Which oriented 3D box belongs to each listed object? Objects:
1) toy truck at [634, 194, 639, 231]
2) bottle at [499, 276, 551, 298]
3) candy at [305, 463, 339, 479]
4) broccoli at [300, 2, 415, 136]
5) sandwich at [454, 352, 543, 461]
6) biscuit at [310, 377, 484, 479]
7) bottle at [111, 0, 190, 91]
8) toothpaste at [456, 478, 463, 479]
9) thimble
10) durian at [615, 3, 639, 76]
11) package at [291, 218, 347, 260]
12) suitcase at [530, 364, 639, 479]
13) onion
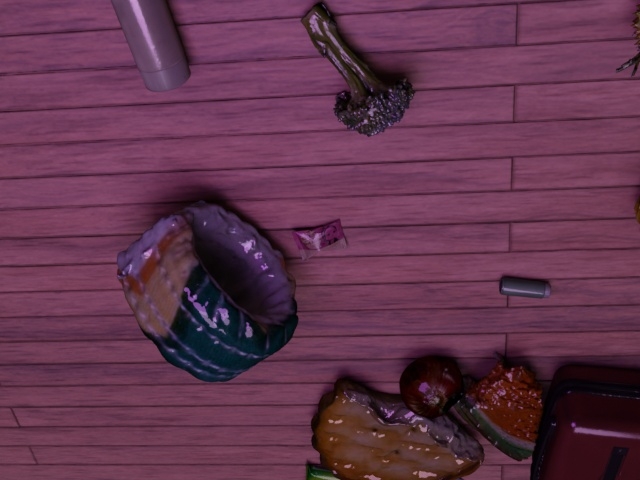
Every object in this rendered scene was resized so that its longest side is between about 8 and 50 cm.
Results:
[{"bbox_3d":[0.675,0.005,1.290,0.405,0.254,0.181,13,133,-1],"label":"toy truck"},{"bbox_3d":[0.345,0.081,1.517,0.083,0.030,0.030,6,129,0],"label":"bottle"},{"bbox_3d":[0.047,0.520,1.899,0.178,0.032,0.102,12,129,-4],"label":"candy"},{"bbox_3d":[0.041,-0.238,1.264,0.118,0.122,0.204,-35,104,12],"label":"broccoli"},{"bbox_3d":[0.344,0.301,1.657,0.185,0.109,0.160,40,102,-21],"label":"sandwich"},{"bbox_3d":[0.132,0.375,1.751,0.329,0.078,0.335,-15,125,21],"label":"biscuit"},{"bbox_3d":[-0.243,-0.308,1.240,0.072,0.072,0.201,-8,127,12],"label":"bottle"},{"bbox_3d":[0.180,0.584,1.920,0.114,0.073,0.299,35,116,-21],"label":"toothpaste"},{"bbox_3d":[-0.177,0.077,1.424,0.167,0.254,0.288,-36,116,28],"label":"thimble"},{"bbox_3d":[0.467,-0.295,1.159,0.215,0.100,0.086,-38,113,22],"label":"durian"},{"bbox_3d":[0.000,0.000,1.490,0.083,0.029,0.059,-16,118,5],"label":"package"},{"bbox_3d":[0.517,0.378,1.655,0.236,0.161,0.297,5,130,3],"label":"suitcase"},{"bbox_3d":[0.198,0.263,1.636,0.118,0.118,0.117,33,91,-19],"label":"onion"}]
